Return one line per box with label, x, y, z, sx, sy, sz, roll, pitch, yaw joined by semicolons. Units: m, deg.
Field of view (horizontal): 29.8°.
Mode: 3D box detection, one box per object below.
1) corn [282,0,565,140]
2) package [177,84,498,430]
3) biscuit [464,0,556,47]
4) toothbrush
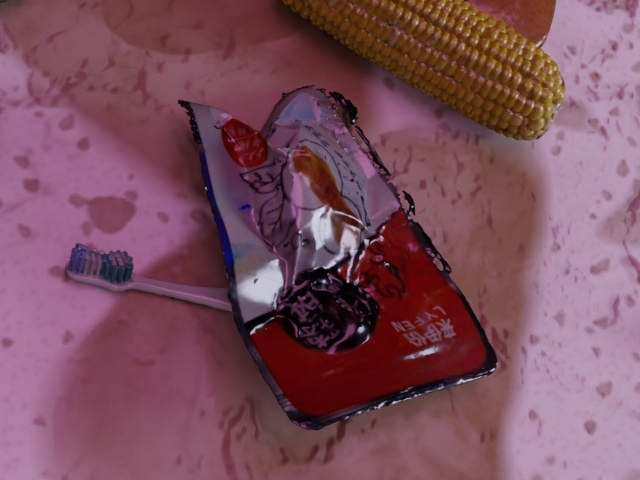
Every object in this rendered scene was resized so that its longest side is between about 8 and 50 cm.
corn;0.080;-0.163;0.942;0.248;0.081;0.081;31;64;-1
package;0.000;0.000;0.858;0.194;0.071;0.269;-17;72;-30
biscuit;0.107;-0.239;1.007;0.192;0.036;0.186;7;68;-11
toothbrush;-0.030;0.048;0.859;0.304;0.030;0.030;14;65;-13
